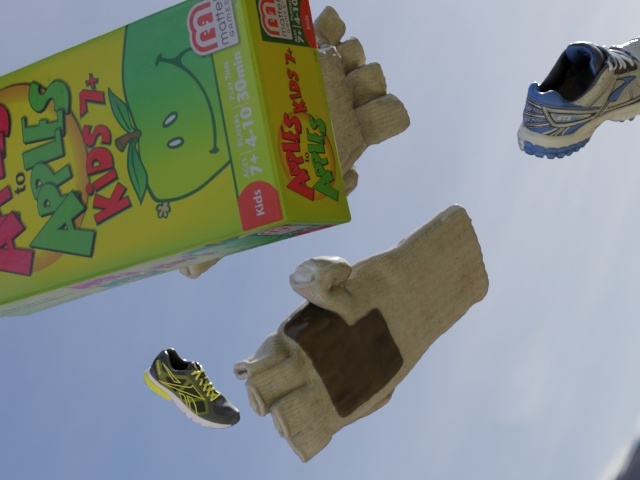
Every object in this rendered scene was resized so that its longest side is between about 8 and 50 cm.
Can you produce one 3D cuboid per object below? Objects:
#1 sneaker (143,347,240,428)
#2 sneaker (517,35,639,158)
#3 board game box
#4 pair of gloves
[{"bbox_3d":[-0.097,0.114,1.315,0.035,0.083,0.031,-65,-9,27],"label":"sneaker"},{"bbox_3d":[0.183,-0.106,1.120,0.135,0.052,0.058,-36,-44,-30],"label":"sneaker"},{"bbox_3d":[-0.079,-0.031,0.682,0.043,0.181,0.092,-2,-101,-54],"label":"board game box"},{"bbox_3d":[0.000,0.000,1.061,0.204,0.042,0.240,-45,-59,-29],"label":"pair of gloves"}]
